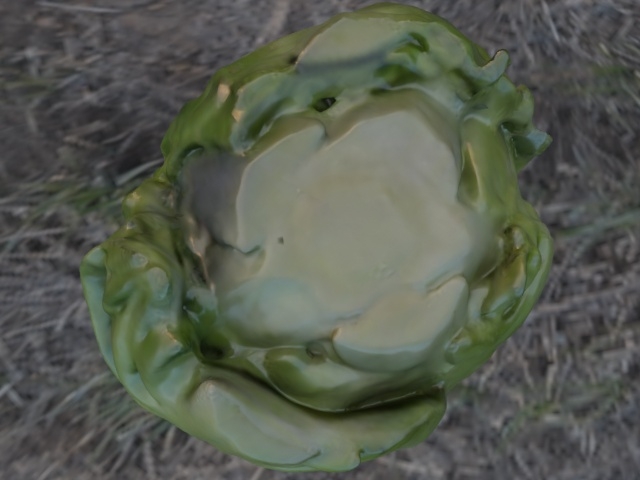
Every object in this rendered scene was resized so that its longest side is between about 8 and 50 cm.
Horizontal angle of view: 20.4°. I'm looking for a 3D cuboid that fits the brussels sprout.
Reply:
[{"bbox_3d":[0.004,0.009,1.553,0.342,0.361,0.425,42,76,3],"label":"brussels sprout"}]
